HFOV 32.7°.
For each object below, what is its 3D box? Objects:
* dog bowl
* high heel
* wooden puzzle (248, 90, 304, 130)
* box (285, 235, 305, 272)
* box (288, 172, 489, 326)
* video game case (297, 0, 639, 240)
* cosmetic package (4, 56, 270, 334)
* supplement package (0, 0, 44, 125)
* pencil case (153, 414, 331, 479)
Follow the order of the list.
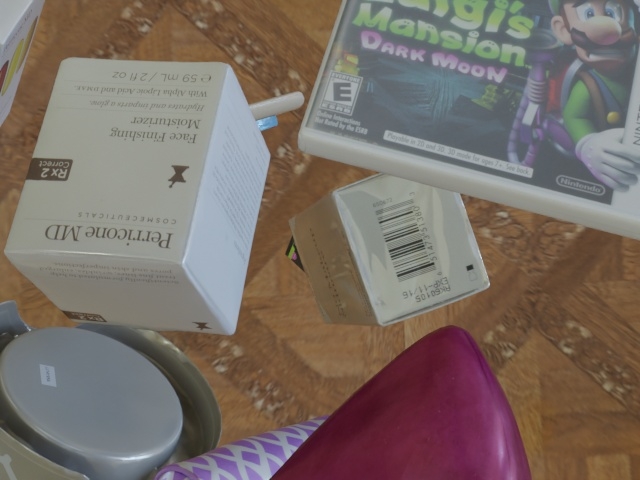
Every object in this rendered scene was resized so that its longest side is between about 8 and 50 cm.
[{"bbox_3d":[-0.306,0.219,1.409,0.349,0.349,0.102,31,114,4],"label":"dog bowl"},{"bbox_3d":[-0.039,0.192,0.594,0.377,0.127,0.181,-28,46,33],"label":"high heel"},{"bbox_3d":[-0.171,-0.161,1.621,0.239,0.221,0.044,-9,100,42],"label":"wooden puzzle"},{"bbox_3d":[0.000,0.000,1.581,0.052,0.062,0.083,42,52,18],"label":"box"},{"bbox_3d":[0.062,0.009,1.187,0.121,0.311,0.148,-20,88,-10],"label":"box"},{"bbox_3d":[0.101,-0.101,0.598,0.190,0.022,0.173,15,65,5],"label":"video game case"},{"bbox_3d":[-0.144,-0.034,0.911,0.151,0.151,0.183,3,64,13],"label":"cosmetic package"},{"bbox_3d":[-0.404,-0.204,1.197,0.134,0.244,0.139,26,50,-10],"label":"supplement package"},{"bbox_3d":[-0.046,0.208,0.910,0.086,0.206,0.088,18,109,42],"label":"pencil case"}]
